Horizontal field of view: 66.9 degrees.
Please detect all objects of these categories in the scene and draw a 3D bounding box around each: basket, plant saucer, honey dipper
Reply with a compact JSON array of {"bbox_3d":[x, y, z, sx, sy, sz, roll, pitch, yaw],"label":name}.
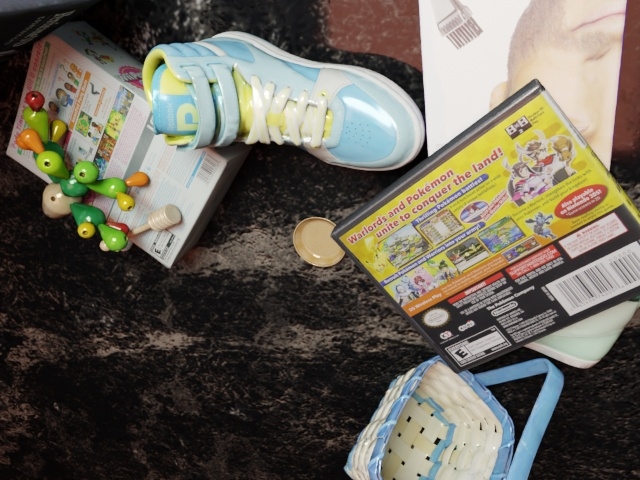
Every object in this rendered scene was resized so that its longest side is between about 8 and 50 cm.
[{"bbox_3d":[0.184,0.283,0.671,0.201,0.254,0.289,41,151,-1],"label":"basket"},{"bbox_3d":[0.000,0.000,0.735,0.084,0.015,0.083,8,119,15],"label":"plant saucer"},{"bbox_3d":[-0.268,-0.012,0.706,0.161,0.030,0.030,-21,108,30],"label":"honey dipper"}]

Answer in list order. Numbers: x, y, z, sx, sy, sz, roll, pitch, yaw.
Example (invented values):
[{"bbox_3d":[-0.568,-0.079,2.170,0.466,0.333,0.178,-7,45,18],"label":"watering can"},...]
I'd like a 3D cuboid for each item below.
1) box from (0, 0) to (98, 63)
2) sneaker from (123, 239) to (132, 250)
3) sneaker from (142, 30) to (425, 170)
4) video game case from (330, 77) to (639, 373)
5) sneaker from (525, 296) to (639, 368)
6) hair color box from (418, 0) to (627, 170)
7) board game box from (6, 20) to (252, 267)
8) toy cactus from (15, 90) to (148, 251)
[{"bbox_3d":[-0.566,-0.275,0.440,0.480,0.472,0.297,6,123,43],"label":"box"},{"bbox_3d":[-0.375,-0.029,0.841,0.119,0.047,0.057,53,142,-11],"label":"sneaker"},{"bbox_3d":[-0.059,-0.137,0.540,0.319,0.208,0.127,24,126,22],"label":"sneaker"},{"bbox_3d":[0.191,0.008,0.542,0.275,0.035,0.248,-36,102,31],"label":"video game case"},{"bbox_3d":[0.271,0.064,0.626,0.256,0.094,0.151,16,127,-1],"label":"sneaker"},{"bbox_3d":[0.197,-0.238,0.490,0.185,0.110,0.338,-1,118,19],"label":"hair color box"},{"bbox_3d":[-0.286,-0.135,0.718,0.303,0.097,0.224,36,121,-3],"label":"board game box"},{"bbox_3d":[-0.339,-0.080,0.666,0.181,0.112,0.219,-21,113,46],"label":"toy cactus"}]
